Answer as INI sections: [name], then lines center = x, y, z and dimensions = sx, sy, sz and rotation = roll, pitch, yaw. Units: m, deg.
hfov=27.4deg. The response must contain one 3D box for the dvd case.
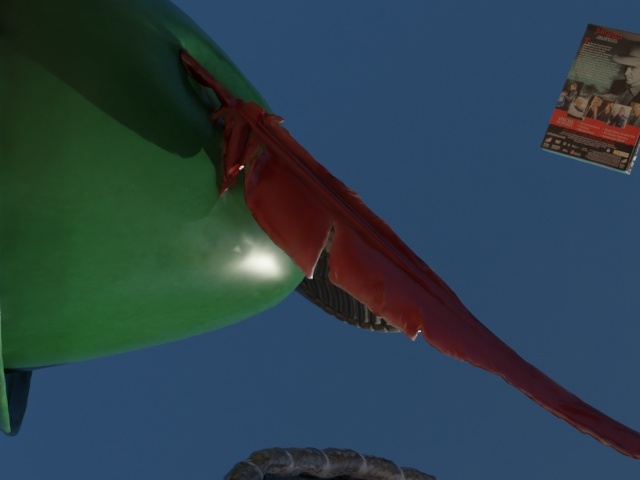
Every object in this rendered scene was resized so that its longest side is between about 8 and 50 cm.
[dvd case]
center = 0.249, -0.124, 1.133
dimensions = 0.087, 0.013, 0.119
rotation = 20, -91, 36

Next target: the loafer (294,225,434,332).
[loafer]
center = 0.000, 0.000, 1.178
dimensions = 0.251, 0.094, 0.087
rotation = 23, -129, 17

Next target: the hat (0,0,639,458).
[hat]
center = -0.009, -0.021, 0.412
dimensions = 0.183, 0.173, 0.209
rotation = -1, -106, -8

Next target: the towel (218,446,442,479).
[towel]
center = 0.026, 0.204, 0.524
dimensions = 0.235, 0.283, 0.121
rotation = -48, -145, 32
